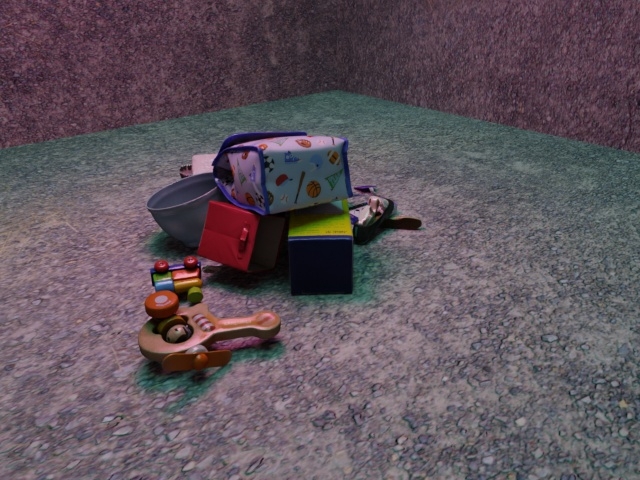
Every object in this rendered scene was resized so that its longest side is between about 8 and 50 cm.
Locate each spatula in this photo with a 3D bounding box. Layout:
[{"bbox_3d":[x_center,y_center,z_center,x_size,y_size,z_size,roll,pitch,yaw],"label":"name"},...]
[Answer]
[{"bbox_3d":[0.244,-0.204,2.182,0.084,0.031,0.296,-10,28,-21],"label":"spatula"}]

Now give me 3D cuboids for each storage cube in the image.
[{"bbox_3d":[-0.248,-0.012,1.596,0.193,0.184,0.215,16,6,21],"label":"storage cube"}]

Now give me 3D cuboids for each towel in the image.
[{"bbox_3d":[-0.412,-0.275,2.222,0.316,0.053,0.332,-6,47,-11],"label":"towel"}]

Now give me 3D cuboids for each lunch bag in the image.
[{"bbox_3d":[-0.138,-0.231,1.605,0.327,0.239,0.385,-11,14,-30],"label":"lunch bag"}]

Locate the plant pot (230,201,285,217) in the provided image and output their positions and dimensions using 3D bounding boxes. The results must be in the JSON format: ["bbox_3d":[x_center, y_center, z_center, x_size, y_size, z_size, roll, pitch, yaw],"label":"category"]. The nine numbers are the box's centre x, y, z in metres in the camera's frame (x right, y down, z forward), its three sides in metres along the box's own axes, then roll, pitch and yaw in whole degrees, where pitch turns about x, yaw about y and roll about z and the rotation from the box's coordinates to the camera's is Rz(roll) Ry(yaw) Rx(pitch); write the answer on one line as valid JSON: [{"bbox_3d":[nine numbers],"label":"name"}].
[{"bbox_3d":[-0.233,-0.117,1.877,0.187,0.167,0.188,-20,31,-18],"label":"plant pot"}]

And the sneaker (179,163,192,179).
[{"bbox_3d":[-0.540,-0.338,2.404,0.278,0.108,0.118,8,20,13],"label":"sneaker"}]

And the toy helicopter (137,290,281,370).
[{"bbox_3d":[-0.272,0.236,1.249,0.354,0.140,0.235,-5,29,-12],"label":"toy helicopter"}]

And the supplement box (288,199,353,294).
[{"bbox_3d":[0.000,0.000,1.622,0.194,0.195,0.357,-1,28,0],"label":"supplement box"}]

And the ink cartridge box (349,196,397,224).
[{"bbox_3d":[0.201,-0.117,2.000,0.207,0.046,0.097,-20,34,-32],"label":"ink cartridge box"}]

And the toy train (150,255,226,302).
[{"bbox_3d":[-0.380,0.129,1.508,0.247,0.105,0.143,-8,41,-19],"label":"toy train"}]

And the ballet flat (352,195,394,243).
[{"bbox_3d":[0.202,-0.102,1.857,0.095,0.096,0.280,10,42,28],"label":"ballet flat"}]

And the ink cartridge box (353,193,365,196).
[{"bbox_3d":[-0.041,-0.195,2.029,0.329,0.072,0.324,-14,13,-27],"label":"ink cartridge box"}]

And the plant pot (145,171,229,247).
[{"bbox_3d":[-0.451,-0.099,1.798,0.292,0.196,0.293,-14,27,8],"label":"plant pot"}]

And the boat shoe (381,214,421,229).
[{"bbox_3d":[0.312,-0.074,1.907,0.152,0.056,0.048,-2,31,15],"label":"boat shoe"}]
